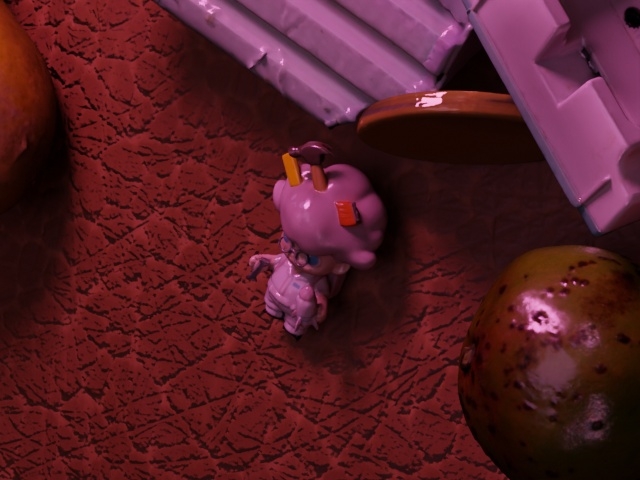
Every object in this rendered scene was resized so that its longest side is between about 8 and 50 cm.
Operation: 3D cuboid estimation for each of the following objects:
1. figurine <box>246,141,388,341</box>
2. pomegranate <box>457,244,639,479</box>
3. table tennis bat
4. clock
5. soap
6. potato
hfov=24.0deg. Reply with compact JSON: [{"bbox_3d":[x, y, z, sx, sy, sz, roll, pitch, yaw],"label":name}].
[{"bbox_3d":[0.000,0.000,1.553,0.137,0.112,0.229,43,127,31],"label":"figurine"},{"bbox_3d":[0.262,0.133,1.340,0.286,0.231,0.231,20,104,18],"label":"pomegranate"},{"bbox_3d":[0.193,-0.097,1.390,0.321,0.198,0.050,1,78,11],"label":"table tennis bat"},{"bbox_3d":[0.278,-0.166,1.286,0.262,0.231,0.116,64,159,12],"label":"clock"},{"bbox_3d":[-0.030,-0.301,1.453,0.446,0.156,0.261,37,135,12],"label":"soap"},{"bbox_3d":[-0.419,-0.219,1.765,0.296,0.290,0.397,27,68,-1],"label":"potato"}]
